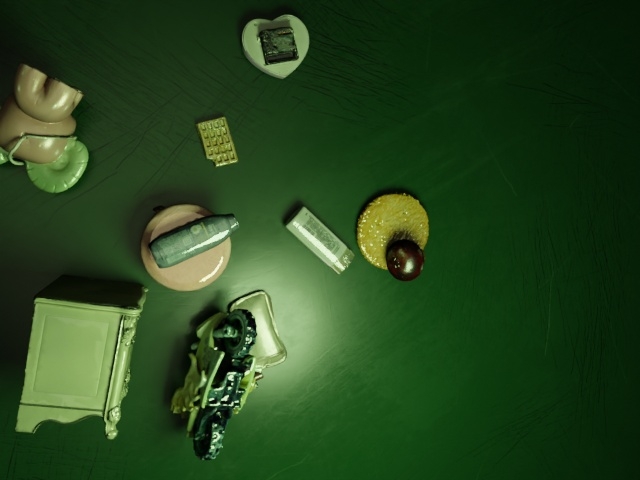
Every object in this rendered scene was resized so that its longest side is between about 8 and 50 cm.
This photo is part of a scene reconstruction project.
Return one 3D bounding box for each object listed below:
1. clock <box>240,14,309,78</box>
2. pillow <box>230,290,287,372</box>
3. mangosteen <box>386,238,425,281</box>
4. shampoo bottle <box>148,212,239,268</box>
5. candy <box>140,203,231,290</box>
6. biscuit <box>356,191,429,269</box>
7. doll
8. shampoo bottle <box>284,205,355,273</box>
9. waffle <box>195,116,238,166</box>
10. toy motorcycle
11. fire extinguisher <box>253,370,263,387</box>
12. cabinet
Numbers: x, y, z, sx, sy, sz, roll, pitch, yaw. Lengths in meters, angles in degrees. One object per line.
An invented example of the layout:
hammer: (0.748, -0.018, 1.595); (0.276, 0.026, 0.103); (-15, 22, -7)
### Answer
clock: (-0.122, -0.557, 1.515); (0.198, 0.064, 0.172); (-14, 97, -15)
pillow: (-0.183, 0.273, 1.559); (0.131, 0.038, 0.232); (-18, 98, -13)
mangosteen: (0.270, 0.058, 1.619); (0.140, 0.140, 0.140); (-1, 94, -18)
shampoo bottle: (-0.330, -0.007, 1.388); (0.234, 0.049, 0.087); (-26, 99, -14)
candy: (-0.376, 0.012, 1.453); (0.256, 0.094, 0.255); (-1, 94, -17)
biscuit: (0.231, -0.028, 1.673); (0.254, 0.035, 0.253); (-2, 96, -18)
doll: (-0.698, -0.272, 1.272); (0.284, 0.216, 0.268); (24, 92, -20)
shampoo bottle: (0.000, 0.000, 1.591); (0.227, 0.056, 0.086); (42, 79, -16)
waffle: (-0.294, -0.278, 1.500); (0.092, 0.021, 0.134); (-17, 97, -18)
toy motorcycle: (-0.285, 0.370, 1.434); (0.169, 0.237, 0.409); (17, 90, -32)
fire extinguisher: (-0.217, 0.427, 1.568); (0.100, 0.032, 0.046); (-21, 134, -16)
cabinet: (-0.574, 0.276, 1.305); (0.228, 0.290, 0.317); (9, 93, -16)
